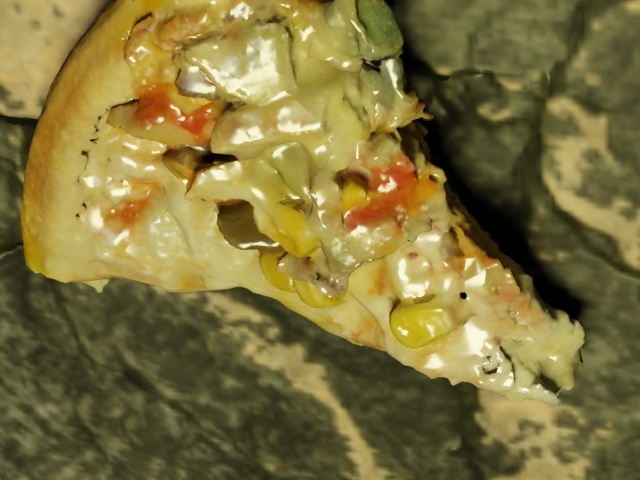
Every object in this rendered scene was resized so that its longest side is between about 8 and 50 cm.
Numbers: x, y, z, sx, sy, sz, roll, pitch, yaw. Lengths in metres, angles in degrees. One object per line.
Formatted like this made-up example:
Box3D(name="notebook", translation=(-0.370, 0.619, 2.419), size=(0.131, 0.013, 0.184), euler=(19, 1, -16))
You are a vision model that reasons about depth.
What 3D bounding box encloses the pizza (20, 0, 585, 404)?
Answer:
Box3D(name="pizza", translation=(0.000, 0.000, 0.537), size=(0.195, 0.052, 0.185), euler=(31, 137, -7))
